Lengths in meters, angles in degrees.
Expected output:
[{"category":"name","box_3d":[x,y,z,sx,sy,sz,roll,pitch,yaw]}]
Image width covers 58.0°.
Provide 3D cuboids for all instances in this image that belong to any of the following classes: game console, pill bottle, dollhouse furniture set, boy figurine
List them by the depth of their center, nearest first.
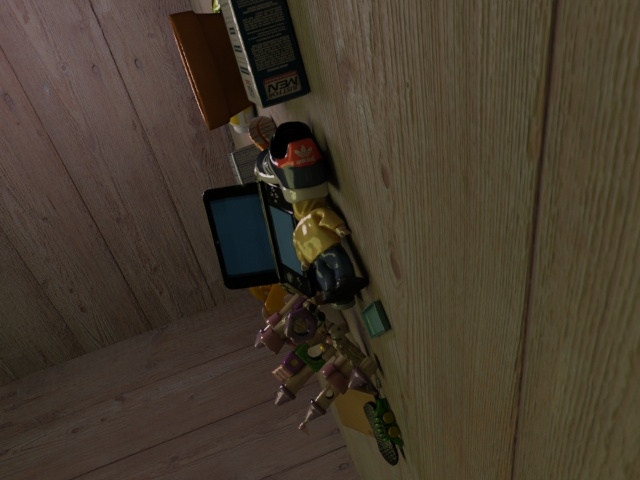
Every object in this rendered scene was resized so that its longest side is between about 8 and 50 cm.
[{"category":"boy figurine","box_3d":[0.000,0.000,1.296,0.177,0.092,0.285,-49,53,41]},{"category":"game console","box_3d":[-0.156,0.008,1.473,0.250,0.173,0.293,26,132,58]},{"category":"dollhouse furniture set","box_3d":[0.006,0.365,1.865,0.303,0.173,0.355,-119,13,-48]},{"category":"pill bottle","box_3d":[-0.288,-0.470,2.060,0.184,0.103,0.103,86,162,-59]}]

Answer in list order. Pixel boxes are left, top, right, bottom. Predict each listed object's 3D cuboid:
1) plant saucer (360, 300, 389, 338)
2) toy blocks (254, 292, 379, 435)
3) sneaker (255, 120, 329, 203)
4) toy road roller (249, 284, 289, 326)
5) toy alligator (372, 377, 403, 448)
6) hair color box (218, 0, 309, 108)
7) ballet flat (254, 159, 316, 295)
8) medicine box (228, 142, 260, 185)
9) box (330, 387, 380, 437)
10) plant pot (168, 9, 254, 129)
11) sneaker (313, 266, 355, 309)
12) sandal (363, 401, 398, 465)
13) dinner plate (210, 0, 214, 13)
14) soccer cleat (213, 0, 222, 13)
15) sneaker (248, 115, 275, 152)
[{"category":"plant saucer","box_3d":[0.119,0.175,1.266,0.192,0.018,0.067,107,142,-74]},{"category":"toy blocks","box_3d":[-0.043,0.327,1.513,0.288,0.260,0.309,44,172,-7]},{"category":"sneaker","box_3d":[-0.070,-0.200,1.301,0.350,0.131,0.148,-140,38,-62]},{"category":"toy road roller","box_3d":[-0.164,0.177,2.019,0.202,0.240,0.329,80,-159,-49]},{"category":"toy alligator","box_3d":[0.161,0.459,1.515,0.056,0.051,0.190,118,132,-78]},{"category":"hair color box","box_3d":[-0.133,-0.451,1.140,0.174,0.105,0.347,-129,21,-65]},{"category":"ballet flat","box_3d":[-0.071,-0.014,1.610,0.182,0.164,0.483,39,146,55]},{"category":"medicine box","box_3d":[-0.202,-0.190,1.998,0.263,0.149,0.289,-148,39,-76]},{"category":"box","box_3d":[0.113,0.494,1.687,0.201,0.021,0.164,3,116,51]},{"category":"plant pot","box_3d":[-0.235,-0.446,1.459,0.291,0.203,0.291,161,90,-82]},{"category":"sneaker","box_3d":[0.031,0.075,1.436,0.222,0.083,0.118,-138,39,-65]},{"category":"sandal","box_3d":[0.176,0.526,1.589,0.067,0.040,0.179,-43,64,48]},{"category":"dinner plate","box_3d":[-0.276,-0.666,1.579,0.141,0.017,0.141,10,-90,-80]},{"category":"soccer cleat","box_3d":[-0.228,-0.641,1.460,0.289,0.093,0.121,112,168,-83]},{"category":"sneaker","box_3d":[-0.156,-0.284,1.741,0.083,0.084,0.215,77,169,-65]}]
